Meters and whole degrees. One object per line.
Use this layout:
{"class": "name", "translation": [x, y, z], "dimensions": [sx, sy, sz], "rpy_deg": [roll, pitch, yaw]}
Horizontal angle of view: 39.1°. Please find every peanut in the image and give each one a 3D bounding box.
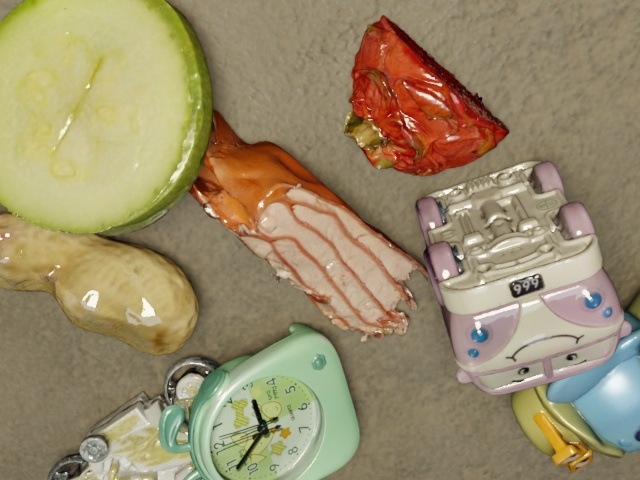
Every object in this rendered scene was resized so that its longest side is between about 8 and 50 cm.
{"class": "peanut", "translation": [-0.217, 0.031, 0.820], "dimensions": [0.228, 0.104, 0.085], "rpy_deg": [27, 116, -9]}

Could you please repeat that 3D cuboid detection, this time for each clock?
{"class": "clock", "translation": [-0.060, 0.174, 0.866], "dimensions": [0.189, 0.060, 0.148], "rpy_deg": [-21, 110, -21]}

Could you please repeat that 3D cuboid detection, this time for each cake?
{"class": "cake", "translation": [-0.004, 0.005, 0.811], "dimensions": [0.287, 0.135, 0.098], "rpy_deg": [39, 94, -24]}

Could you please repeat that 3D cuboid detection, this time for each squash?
{"class": "squash", "translation": [-0.195, -0.112, 0.745], "dimensions": [0.219, 0.041, 0.219], "rpy_deg": [0, 89, 13]}

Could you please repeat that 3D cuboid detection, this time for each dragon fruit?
{"class": "dragon fruit", "translation": [0.080, -0.101, 0.779], "dimensions": [0.162, 0.083, 0.106], "rpy_deg": [39, 110, -17]}

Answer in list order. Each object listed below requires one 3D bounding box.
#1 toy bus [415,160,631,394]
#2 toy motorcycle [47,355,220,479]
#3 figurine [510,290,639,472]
{"class": "toy bus", "translation": [0.166, 0.031, 0.767], "dimensions": [0.142, 0.202, 0.142], "rpy_deg": [-16, 114, 7]}
{"class": "toy motorcycle", "translation": [-0.164, 0.225, 0.920], "dimensions": [0.229, 0.074, 0.151], "rpy_deg": [-40, 102, 6]}
{"class": "figurine", "translation": [0.293, 0.108, 0.821], "dimensions": [0.154, 0.180, 0.262], "rpy_deg": [48, 114, 3]}
